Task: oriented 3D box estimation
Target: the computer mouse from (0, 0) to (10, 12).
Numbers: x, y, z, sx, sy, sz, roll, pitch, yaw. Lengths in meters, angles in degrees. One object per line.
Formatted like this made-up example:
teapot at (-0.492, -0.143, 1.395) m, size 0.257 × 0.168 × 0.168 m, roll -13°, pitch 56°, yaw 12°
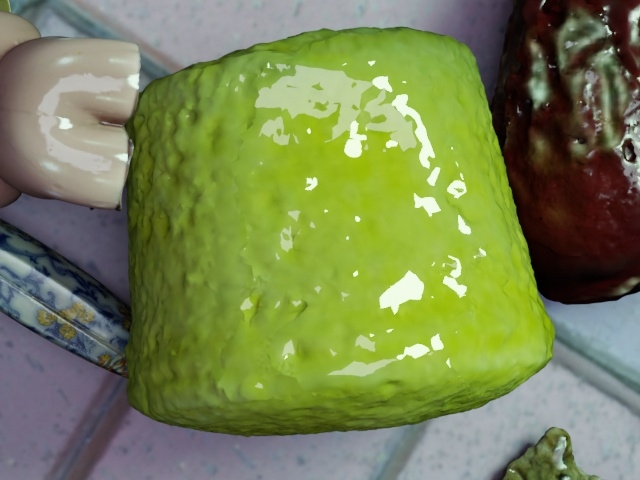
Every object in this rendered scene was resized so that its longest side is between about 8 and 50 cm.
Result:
computer mouse at (-0.380, -0.165, 1.389) m, size 0.245 × 0.056 × 0.126 m, roll -32°, pitch 97°, yaw -6°

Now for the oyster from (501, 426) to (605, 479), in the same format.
oyster at (0.248, 0.354, 1.514) m, size 0.221 × 0.096 × 0.361 m, roll 5°, pitch 94°, yaw -18°

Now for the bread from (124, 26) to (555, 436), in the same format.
bread at (0.000, 0.000, 1.328) m, size 0.348 × 0.348 × 0.307 m, roll -10°, pitch 89°, yaw -10°

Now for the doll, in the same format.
doll at (-0.289, -0.109, 1.283) m, size 0.268 × 0.216 × 0.284 m, roll 6°, pitch 91°, yaw -17°

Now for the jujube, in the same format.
jujube at (0.273, -0.124, 1.425) m, size 0.258 × 0.258 × 0.376 m, roll 6°, pitch 95°, yaw -11°

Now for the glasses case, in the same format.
glasses case at (-0.245, 0.037, 1.406) m, size 0.248 × 0.087 × 0.065 m, roll 35°, pitch 98°, yaw -11°
